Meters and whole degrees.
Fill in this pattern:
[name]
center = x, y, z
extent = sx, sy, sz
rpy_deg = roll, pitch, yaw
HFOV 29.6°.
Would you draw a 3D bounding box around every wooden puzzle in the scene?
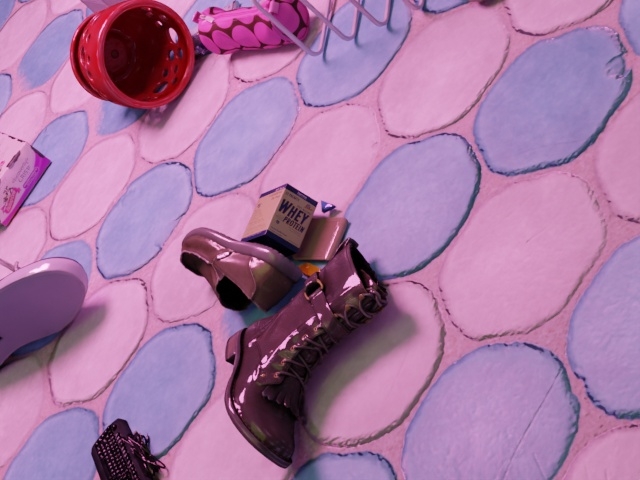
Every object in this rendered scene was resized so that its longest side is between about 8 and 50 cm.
[wooden puzzle]
center = 0.000, 0.000, 1.664
extent = 0.078, 0.014, 0.116
rpy_deg = 11, 68, 46

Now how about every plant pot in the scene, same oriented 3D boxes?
[plant pot]
center = -0.348, -0.333, 2.167
extent = 0.174, 0.191, 0.191
rpy_deg = 12, 68, 53

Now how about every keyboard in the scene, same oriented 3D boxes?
[keyboard]
center = -0.272, 0.307, 1.666
extent = 0.100, 0.038, 0.192
rpy_deg = -47, 37, 4

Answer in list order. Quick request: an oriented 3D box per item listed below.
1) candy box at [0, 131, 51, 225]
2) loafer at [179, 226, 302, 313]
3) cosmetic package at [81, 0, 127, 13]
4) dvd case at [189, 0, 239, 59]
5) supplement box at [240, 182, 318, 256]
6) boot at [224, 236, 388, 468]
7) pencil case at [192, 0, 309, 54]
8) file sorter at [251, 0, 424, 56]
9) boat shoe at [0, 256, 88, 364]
[candy box]
center = -0.648, -0.132, 2.407
extent = 0.233, 0.071, 0.159
rpy_deg = 21, 75, 53
[loafer]
center = -0.130, 0.045, 1.686
extent = 0.251, 0.094, 0.087
rpy_deg = 9, 65, 55
[cosmetic package]
center = -0.387, -0.565, 2.481
extent = 0.127, 0.107, 0.238
rpy_deg = 18, 70, 49
[dvd case]
center = -0.196, -0.378, 2.193
extent = 0.119, 0.013, 0.087
rpy_deg = -25, 44, 30
[supplement box]
center = -0.058, -0.024, 1.692
extent = 0.083, 0.056, 0.083
rpy_deg = -18, 45, 59
[boot]
center = -0.011, 0.129, 1.499
extent = 0.229, 0.091, 0.263
rpy_deg = -38, 36, 17
[pencil case]
center = -0.118, -0.363, 2.027
extent = 0.209, 0.098, 0.095
rpy_deg = -1, 58, 45
[file sorter]
center = 0.053, -0.428, 1.828
extent = 0.278, 0.193, 0.173
rpy_deg = -19, 49, 36
[boat shoe]
center = -0.514, 0.103, 2.032
extent = 0.367, 0.136, 0.156
rpy_deg = -39, 34, 31
